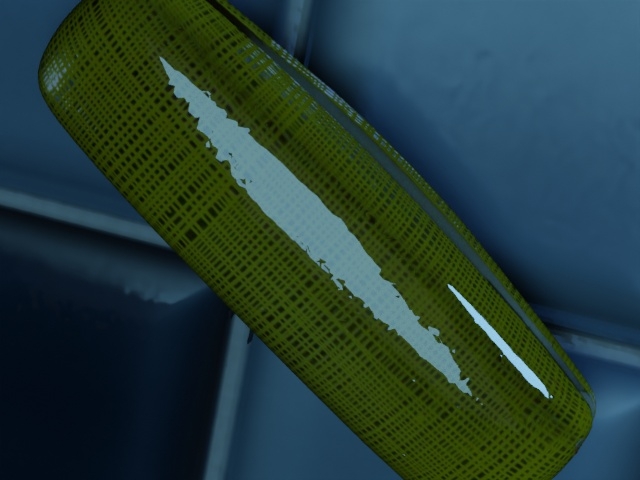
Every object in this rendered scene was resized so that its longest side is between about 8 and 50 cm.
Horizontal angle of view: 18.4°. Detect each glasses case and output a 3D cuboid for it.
[{"bbox_3d":[0.000,0.000,0.690,0.234,0.064,0.079,46,119,-5],"label":"glasses case"}]
